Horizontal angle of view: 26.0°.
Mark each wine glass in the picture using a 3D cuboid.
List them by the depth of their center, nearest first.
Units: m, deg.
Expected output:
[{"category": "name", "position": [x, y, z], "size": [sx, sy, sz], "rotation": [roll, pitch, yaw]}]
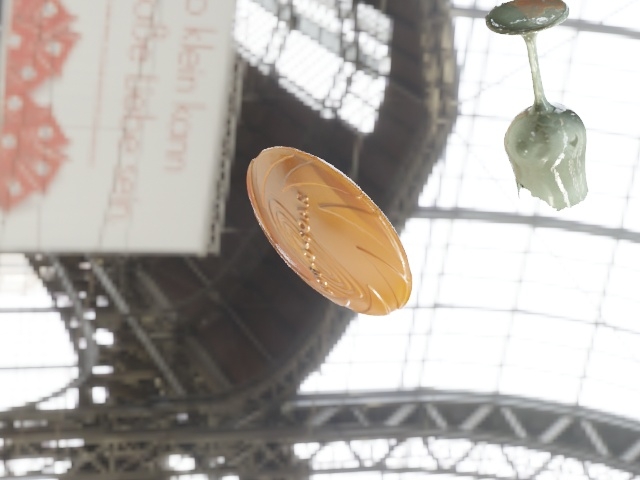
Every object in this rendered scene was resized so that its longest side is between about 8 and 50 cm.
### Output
[{"category": "wine glass", "position": [0.204, -0.123, 1.285], "size": [0.079, 0.079, 0.195], "rotation": [-131, -158, -55]}]

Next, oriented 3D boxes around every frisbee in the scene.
[{"category": "frisbee", "position": [0.000, 0.000, 1.251], "size": [0.192, 0.035, 0.192], "rotation": [34, -30, 23]}]
